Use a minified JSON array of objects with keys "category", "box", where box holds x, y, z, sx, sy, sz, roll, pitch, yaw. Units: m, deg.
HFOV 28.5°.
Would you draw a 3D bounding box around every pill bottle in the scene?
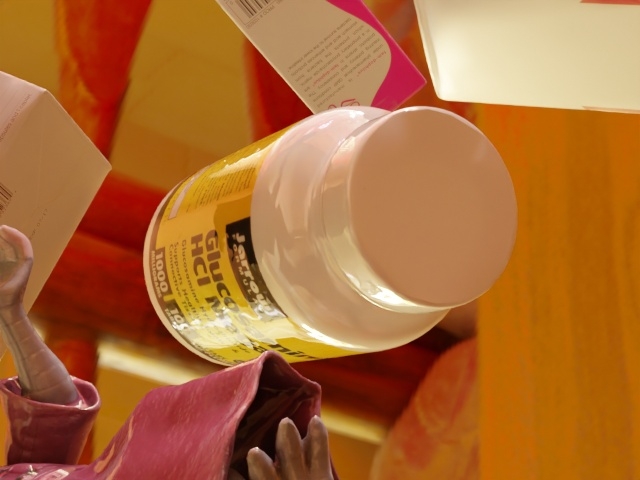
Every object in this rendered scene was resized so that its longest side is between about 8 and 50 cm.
[{"category":"pill bottle","box":[0.000,0.000,1.003,0.334,0.188,0.187,-18,58,60]}]

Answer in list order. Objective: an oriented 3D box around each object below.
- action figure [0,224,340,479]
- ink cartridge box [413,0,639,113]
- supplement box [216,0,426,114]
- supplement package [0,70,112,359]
[{"category":"action figure","box":[-0.127,0.162,0.666,0.370,0.275,0.248,-3,42,44]},{"category":"ink cartridge box","box":[0.255,-0.306,1.055,0.279,0.160,0.384,6,62,18]},{"category":"supplement box","box":[-0.007,-0.219,1.290,0.111,0.220,0.114,-38,24,8]},{"category":"supplement package","box":[-0.320,-0.042,1.012,0.203,0.149,0.194,22,74,20]}]
